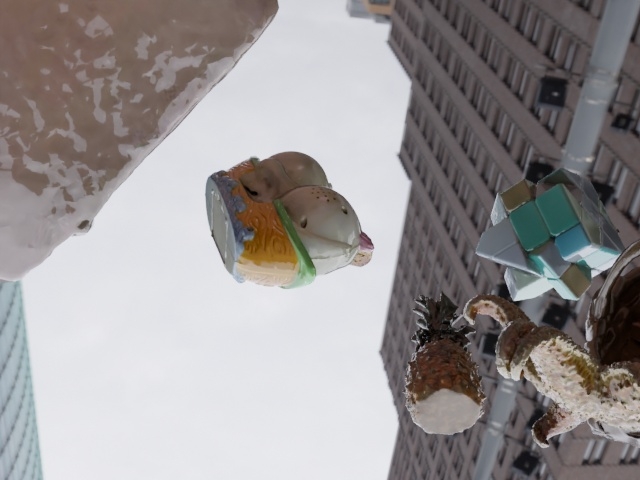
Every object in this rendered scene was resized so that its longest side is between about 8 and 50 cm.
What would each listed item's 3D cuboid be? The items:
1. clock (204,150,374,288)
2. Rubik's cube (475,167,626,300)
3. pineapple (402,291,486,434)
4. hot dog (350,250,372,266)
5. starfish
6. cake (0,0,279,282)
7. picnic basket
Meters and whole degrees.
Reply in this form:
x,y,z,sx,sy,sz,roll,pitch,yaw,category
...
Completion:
x,y,z,sx,sy,sz,roll,pitch,yaw,category
-0.038,-0.026,0.795,0.144,0.103,0.231,-5,-146,-20,clock
0.436,0.006,1.475,0.224,0.213,0.265,14,-131,-46,Rubik's cube
0.255,0.243,1.648,0.169,0.169,0.340,6,-145,-2,pineapple
0.000,0.000,1.344,0.215,0.066,0.047,10,-137,-29,hot dog
0.284,0.162,0.842,0.312,0.303,0.113,29,-104,19,starfish
-0.209,-0.161,0.531,0.230,0.309,0.237,40,-175,-34,cake
0.530,0.116,1.087,0.293,0.337,0.337,15,-149,24,picnic basket
